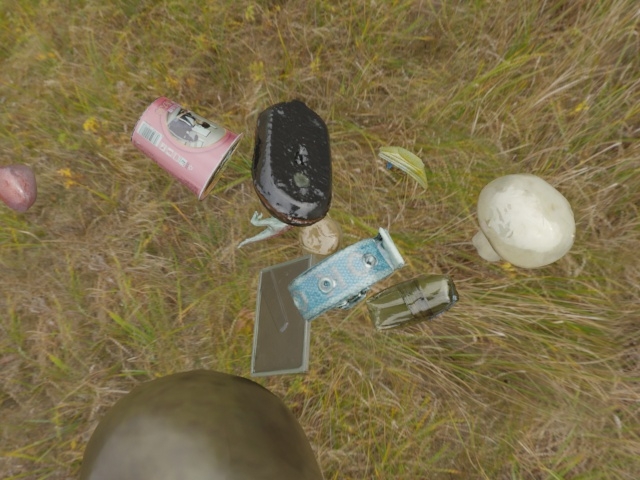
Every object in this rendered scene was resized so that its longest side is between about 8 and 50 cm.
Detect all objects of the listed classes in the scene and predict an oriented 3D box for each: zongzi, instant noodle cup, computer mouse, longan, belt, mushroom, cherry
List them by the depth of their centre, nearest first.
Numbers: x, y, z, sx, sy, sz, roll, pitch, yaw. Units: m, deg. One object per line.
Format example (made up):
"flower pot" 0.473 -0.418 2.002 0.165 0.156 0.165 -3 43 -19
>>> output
"longan" -0.153 0.350 0.695 0.360 0.361 0.361 -1 84 5
"belt" 0.031 0.062 0.808 0.147 0.163 0.082 -27 81 -25
"computer mouse" -0.063 -0.165 1.178 0.182 0.116 0.323 16 55 -24
"cherry" -0.756 -0.140 1.334 0.087 0.106 0.126 -30 108 39
"zongzi" 0.251 0.154 1.365 0.220 0.242 0.112 -19 79 21
"instant noodle cup" -0.382 -0.273 1.524 0.255 0.244 0.244 33 87 -6
"mushroom" 0.598 -0.034 1.672 0.314 0.336 0.315 9 60 -16
"mushroom" 0.007 -0.005 1.710 0.154 0.407 0.137 -39 87 -4

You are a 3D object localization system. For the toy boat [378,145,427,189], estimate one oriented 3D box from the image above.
"toy boat" 0.224 -0.194 1.413 0.172 0.066 0.065 29 42 -21

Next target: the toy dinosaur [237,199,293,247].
"toy dinosaur" -0.110 -0.045 1.416 0.167 0.053 0.242 38 95 -17

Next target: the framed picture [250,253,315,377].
"framed picture" -0.087 0.169 1.195 0.189 0.023 0.260 -20 58 43
